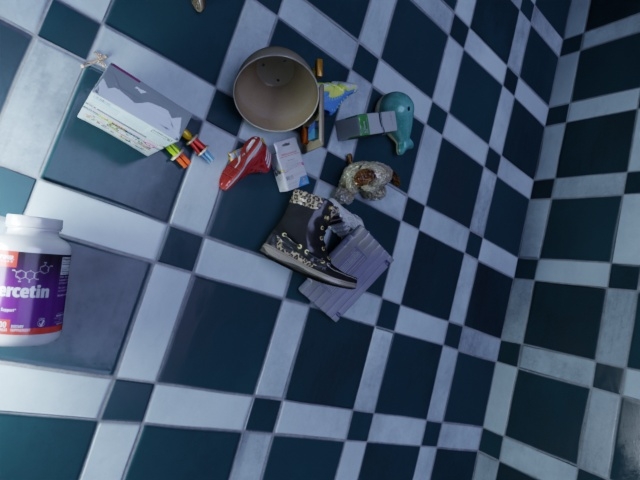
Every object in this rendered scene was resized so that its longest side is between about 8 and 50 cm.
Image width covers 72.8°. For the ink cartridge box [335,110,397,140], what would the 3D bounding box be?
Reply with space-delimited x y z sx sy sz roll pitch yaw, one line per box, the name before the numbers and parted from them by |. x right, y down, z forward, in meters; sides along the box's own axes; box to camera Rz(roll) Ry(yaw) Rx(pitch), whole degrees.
ink cartridge box | 0.190 -0.471 1.788 0.209 0.153 0.086 -17 102 -33

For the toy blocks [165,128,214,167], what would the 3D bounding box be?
toy blocks | -0.427 -0.289 1.416 0.148 0.054 0.123 47 65 -27

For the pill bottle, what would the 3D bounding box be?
pill bottle | -0.754 0.099 1.118 0.182 0.182 0.322 7 87 -35

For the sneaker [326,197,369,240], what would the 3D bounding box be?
sneaker | 0.104 -0.074 1.779 0.292 0.110 0.118 51 53 -31

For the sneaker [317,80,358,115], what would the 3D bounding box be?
sneaker | 0.053 -0.570 1.744 0.240 0.091 0.126 -16 121 -36

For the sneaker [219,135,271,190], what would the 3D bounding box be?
sneaker | -0.248 -0.244 1.527 0.221 0.087 0.128 -51 137 -2

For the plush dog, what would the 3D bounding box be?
plush dog | 0.194 -0.258 1.751 0.263 0.226 0.210 -10 97 -35

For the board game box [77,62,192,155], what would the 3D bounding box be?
board game box | -0.518 -0.344 1.196 0.224 0.304 0.097 31 74 -33

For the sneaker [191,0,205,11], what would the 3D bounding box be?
sneaker | -0.394 -0.848 1.416 0.071 0.066 0.188 -21 104 -34

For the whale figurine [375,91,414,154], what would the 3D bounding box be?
whale figurine | 0.354 -0.518 1.909 0.216 0.141 0.271 -33 110 -30

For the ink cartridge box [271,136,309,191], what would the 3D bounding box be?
ink cartridge box | -0.122 -0.284 1.627 0.104 0.062 0.181 -24 106 -33

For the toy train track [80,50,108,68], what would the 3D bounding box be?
toy train track | -0.660 -0.524 1.269 0.083 0.014 0.048 -40 113 -27

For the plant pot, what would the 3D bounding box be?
plant pot | -0.153 -0.548 1.501 0.284 0.284 0.190 27 40 -33

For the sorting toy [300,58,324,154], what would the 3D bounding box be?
sorting toy | -0.036 -0.485 1.590 0.041 0.229 0.306 -1 92 -19

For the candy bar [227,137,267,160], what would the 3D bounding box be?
candy bar | -0.260 -0.324 1.555 0.162 0.018 0.040 -32 106 -30

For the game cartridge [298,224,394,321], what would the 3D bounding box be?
game cartridge | 0.104 0.130 1.741 0.355 0.068 0.230 -46 114 -2

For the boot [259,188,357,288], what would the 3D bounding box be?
boot | 0.000 0.000 1.609 0.378 0.138 0.284 23 79 -1
